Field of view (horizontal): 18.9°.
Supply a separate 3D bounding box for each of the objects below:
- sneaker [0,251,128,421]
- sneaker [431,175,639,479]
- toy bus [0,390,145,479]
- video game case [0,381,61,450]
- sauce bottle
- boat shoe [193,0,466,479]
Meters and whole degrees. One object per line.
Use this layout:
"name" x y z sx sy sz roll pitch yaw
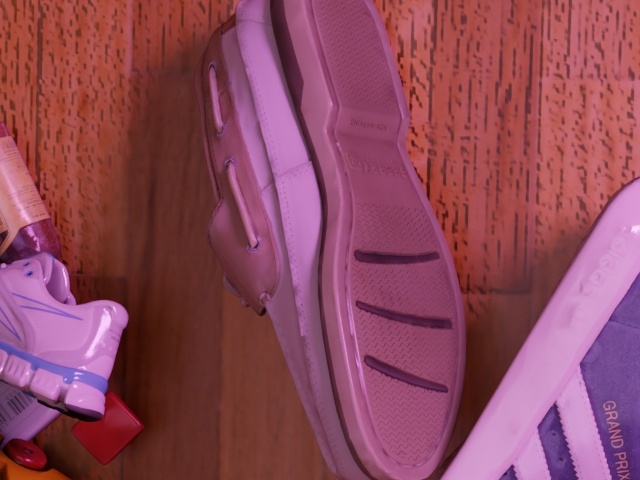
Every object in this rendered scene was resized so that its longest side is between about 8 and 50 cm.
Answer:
"sneaker" -0.191 0.041 1.139 0.191 0.071 0.083 19 78 25
"sneaker" 0.141 0.142 1.047 0.148 0.131 0.350 32 104 6
"toy bus" -0.165 0.201 1.133 0.202 0.104 0.191 -14 95 16
"video game case" -0.274 0.092 1.212 0.190 0.022 0.173 -41 82 14
"sauce bottle" -0.184 -0.009 1.172 0.042 0.042 0.128 -27 85 15
"boat shoe" 0.000 0.000 1.078 0.103 0.113 0.302 -25 63 35
